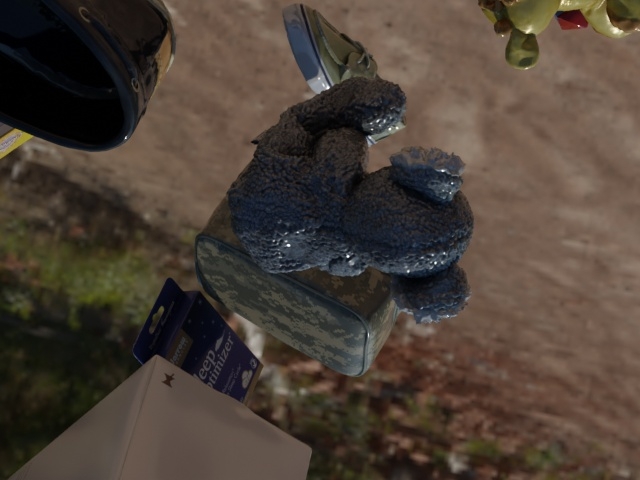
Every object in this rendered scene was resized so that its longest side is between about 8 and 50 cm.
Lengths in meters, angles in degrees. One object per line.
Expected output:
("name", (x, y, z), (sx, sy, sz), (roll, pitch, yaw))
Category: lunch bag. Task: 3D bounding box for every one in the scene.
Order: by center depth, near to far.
("lunch bag", (0.000, 0.000, 1.980), (0.305, 0.256, 0.212), (27, 151, 14))

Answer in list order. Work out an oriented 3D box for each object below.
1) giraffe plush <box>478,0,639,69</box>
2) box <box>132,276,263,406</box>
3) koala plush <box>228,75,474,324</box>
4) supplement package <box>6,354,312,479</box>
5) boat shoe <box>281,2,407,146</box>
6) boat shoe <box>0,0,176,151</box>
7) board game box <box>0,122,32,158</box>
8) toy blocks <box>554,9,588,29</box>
("giraffe plush", (0.233, -0.261, 1.411), (0.170, 0.181, 0.210), (-30, 168, -5))
("box", (-0.170, 0.169, 1.981), (0.036, 0.136, 0.225), (-4, 139, 36))
("koala plush", (0.051, -0.026, 1.305), (0.203, 0.196, 0.221), (-23, -146, -39))
("supplement package", (-0.173, 0.269, 1.252), (0.177, 0.175, 0.293), (34, 131, -19))
("boat shoe", (0.036, -0.252, 2.068), (0.094, 0.109, 0.302), (-21, 142, 14))
("boat shoe", (-0.338, -0.226, 1.136), (0.500, 0.156, 0.187), (29, 130, -28))
("board game box", (-0.494, -0.231, 1.965), (0.242, 0.316, 0.064), (45, 148, 8))
("toy blocks", (0.203, -0.373, 1.600), (0.191, 0.261, 0.381), (-32, 162, 8))
